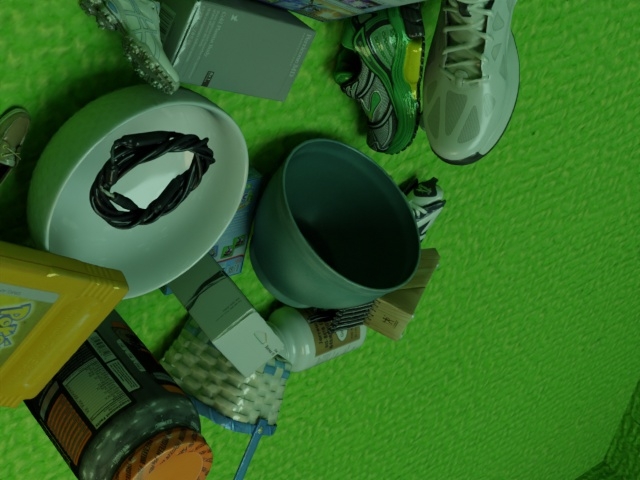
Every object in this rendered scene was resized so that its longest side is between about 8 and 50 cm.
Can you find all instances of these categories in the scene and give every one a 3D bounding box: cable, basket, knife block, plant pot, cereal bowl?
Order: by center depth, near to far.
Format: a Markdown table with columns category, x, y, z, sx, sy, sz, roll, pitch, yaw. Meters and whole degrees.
| category | x | y | z | sx | sy | sz | roll | pitch | yaw |
| --- | --- | --- | --- | --- | --- | --- | --- | --- | --- |
| cable | -0.220 | -0.082 | 1.483 | 0.185 | 0.047 | 0.150 | -14 | 134 | -40 |
| cereal bowl | -0.277 | -0.086 | 1.584 | 0.339 | 0.141 | 0.339 | -28 | 142 | -24 |
| plant pot | 0.000 | 0.000 | 1.886 | 0.293 | 0.293 | 0.196 | -6 | 155 | -44 |
| basket | -0.195 | 0.301 | 1.972 | 0.289 | 0.255 | 0.201 | -59 | 148 | -1 |
| knife block | 0.080 | 0.076 | 2.127 | 0.275 | 0.242 | 0.088 | -58 | 175 | -46 |

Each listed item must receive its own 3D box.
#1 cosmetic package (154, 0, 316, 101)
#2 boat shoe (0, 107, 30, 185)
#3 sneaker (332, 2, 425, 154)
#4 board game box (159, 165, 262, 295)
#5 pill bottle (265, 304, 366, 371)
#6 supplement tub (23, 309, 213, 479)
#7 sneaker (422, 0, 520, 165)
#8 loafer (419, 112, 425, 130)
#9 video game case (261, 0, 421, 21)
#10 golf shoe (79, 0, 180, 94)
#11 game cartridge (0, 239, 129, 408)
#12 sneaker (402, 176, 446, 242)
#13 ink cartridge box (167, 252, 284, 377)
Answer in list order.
| category | x | y | z | sx | sy | sz | roll | pitch | yaw |
| --- | --- | --- | --- | --- | --- | --- | --- | --- | --- |
| cosmetic package | -0.134 | -0.286 | 1.569 | 0.238 | 0.107 | 0.127 | 3 | 120 | -45 |
| boat shoe | -0.426 | -0.114 | 1.477 | 0.050 | 0.045 | 0.135 | 14 | 114 | -53 |
| sneaker | 0.094 | -0.271 | 1.842 | 0.146 | 0.134 | 0.343 | -2 | 146 | 1 |
| board game box | -0.188 | -0.016 | 1.843 | 0.160 | 0.039 | 0.211 | -16 | 137 | -36 |
| pill bottle | -0.034 | 0.184 | 2.134 | 0.229 | 0.131 | 0.131 | -18 | 137 | -35 |
| supplement tub | -0.327 | 0.263 | 1.712 | 0.207 | 0.338 | 0.207 | -29 | 143 | -24 |
| sneaker | 0.214 | -0.348 | 1.717 | 0.257 | 0.169 | 0.447 | 4 | 97 | -63 |
| loafer | 0.237 | -0.247 | 2.066 | 0.125 | 0.045 | 0.039 | -45 | 153 | -8 |
| video game case | 0.012 | -0.379 | 1.521 | 0.270 | 0.244 | 0.061 | 6 | 83 | -50 |
| golf shoe | -0.230 | -0.278 | 1.439 | 0.086 | 0.069 | 0.176 | -44 | 106 | -24 |
| game cartridge | -0.464 | 0.116 | 1.476 | 0.324 | 0.052 | 0.285 | 18 | 124 | -45 |
| sneaker | 0.165 | -0.068 | 2.126 | 0.153 | 0.094 | 0.235 | -54 | 146 | 9 |
| ink cartridge box | -0.166 | 0.103 | 1.768 | 0.087 | 0.208 | 0.153 | -40 | 145 | -5 |
